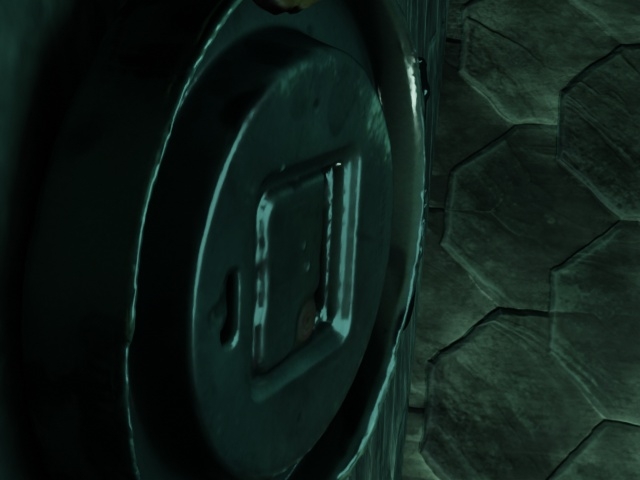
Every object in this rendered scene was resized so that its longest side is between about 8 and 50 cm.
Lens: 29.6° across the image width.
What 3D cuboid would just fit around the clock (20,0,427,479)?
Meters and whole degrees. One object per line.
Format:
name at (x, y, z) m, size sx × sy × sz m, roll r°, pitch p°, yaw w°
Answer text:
clock at (-0.027, 0.009, 0.537) m, size 0.280 × 0.055 × 0.280 m, roll -36°, pitch 131°, yaw -56°

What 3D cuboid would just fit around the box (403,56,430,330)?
box at (0.000, 0.000, 0.768) m, size 0.350 × 0.058 × 0.211 m, roll -38°, pitch 131°, yaw -66°

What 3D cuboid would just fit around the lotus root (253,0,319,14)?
lotus root at (-0.031, -0.220, 0.293) m, size 0.167 × 0.078 × 0.329 m, roll -90°, pitch 159°, yaw -48°
